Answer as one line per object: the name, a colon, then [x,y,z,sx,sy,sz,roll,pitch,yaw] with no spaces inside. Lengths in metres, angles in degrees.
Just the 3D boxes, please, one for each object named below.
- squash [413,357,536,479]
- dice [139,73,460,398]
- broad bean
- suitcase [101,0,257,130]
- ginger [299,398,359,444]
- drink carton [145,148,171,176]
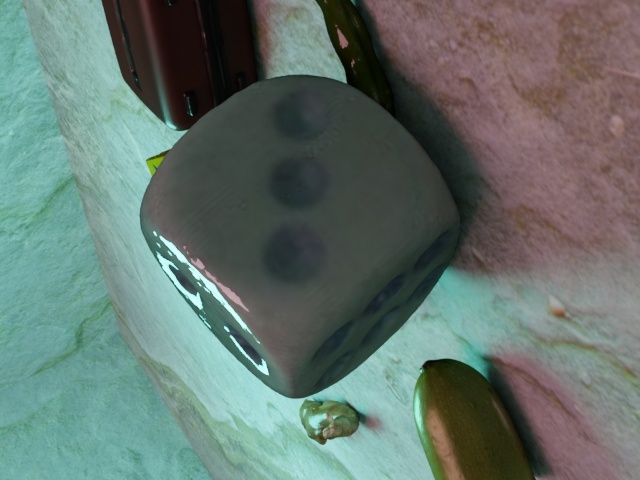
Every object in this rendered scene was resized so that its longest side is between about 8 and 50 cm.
squash: [0.173,0.228,1.095,0.186,0.123,0.123,67,159,3]
dice: [-0.022,-0.002,1.014,0.262,0.268,0.264,45,162,20]
broad bean: [0.032,-0.225,1.014,0.254,0.046,0.065,66,165,0]
suitcase: [-0.211,-0.330,1.302,0.236,0.161,0.297,45,152,43]
ginger: [0.007,0.333,1.648,0.288,0.075,0.089,160,107,-73]
drink carton: [-0.198,-0.100,1.588,0.351,0.111,0.154,2,115,66]
